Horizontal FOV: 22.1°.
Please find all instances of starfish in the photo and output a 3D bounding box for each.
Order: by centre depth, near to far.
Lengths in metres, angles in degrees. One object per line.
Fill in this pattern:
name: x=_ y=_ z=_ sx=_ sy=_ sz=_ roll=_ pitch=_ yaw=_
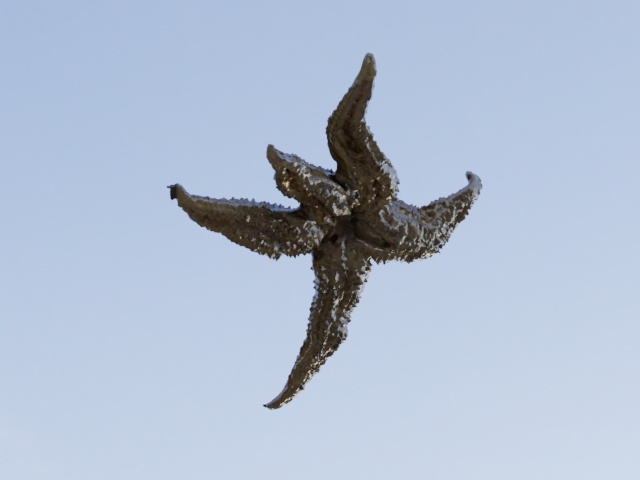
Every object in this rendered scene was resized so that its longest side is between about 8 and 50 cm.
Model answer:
starfish: x=-0.008 y=-0.020 z=1.463 sx=0.301 sy=0.084 sz=0.293 roll=-43 pitch=-38 yaw=-2
